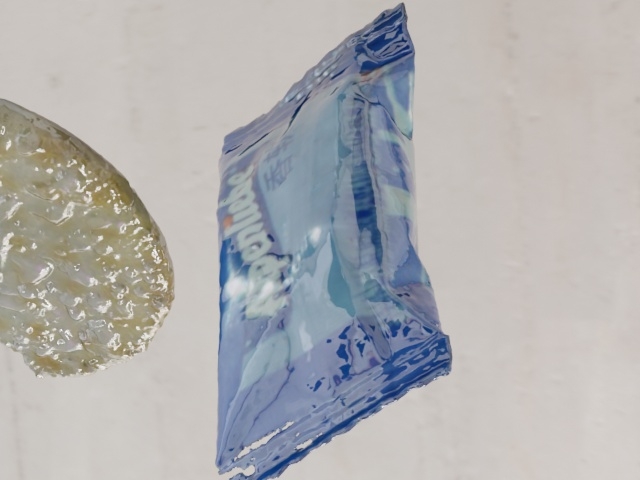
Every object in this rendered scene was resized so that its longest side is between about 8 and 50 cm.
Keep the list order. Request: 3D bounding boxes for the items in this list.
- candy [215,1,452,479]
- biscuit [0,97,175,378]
[{"bbox_3d":[0.000,0.000,1.205,0.187,0.331,0.077,-33,127,27],"label":"candy"},{"bbox_3d":[-0.170,0.014,1.317,0.141,0.290,0.038,14,50,5],"label":"biscuit"}]
